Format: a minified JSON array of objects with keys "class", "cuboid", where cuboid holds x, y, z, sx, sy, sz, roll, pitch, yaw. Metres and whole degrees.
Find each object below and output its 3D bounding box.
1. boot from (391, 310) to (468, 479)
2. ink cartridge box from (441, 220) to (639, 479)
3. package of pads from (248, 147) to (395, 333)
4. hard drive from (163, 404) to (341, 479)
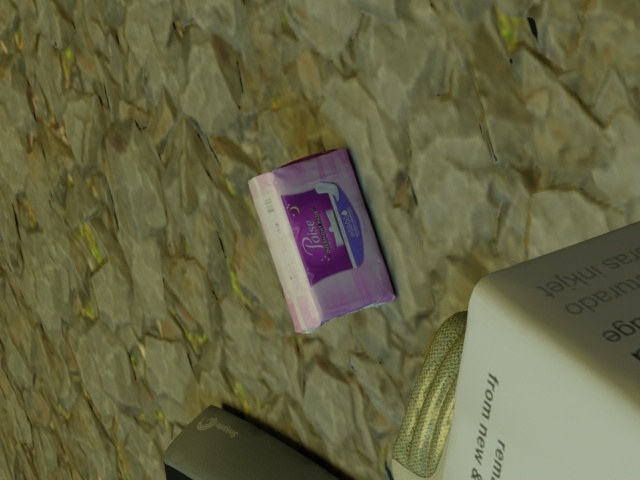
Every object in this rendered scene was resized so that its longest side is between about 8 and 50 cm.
[{"class":"boot","cuboid":[0.101,0.150,0.767,0.165,0.077,0.213,28,124,49]},{"class":"ink cartridge box","cuboid":[0.208,0.103,0.424,0.307,0.223,0.129,39,135,42]},{"class":"package of pads","cuboid":[0.000,0.000,0.872,0.032,0.050,0.083,-17,92,59]},{"class":"hard drive","cuboid":[-0.006,0.212,0.992,0.254,0.054,0.172,28,128,50]}]
